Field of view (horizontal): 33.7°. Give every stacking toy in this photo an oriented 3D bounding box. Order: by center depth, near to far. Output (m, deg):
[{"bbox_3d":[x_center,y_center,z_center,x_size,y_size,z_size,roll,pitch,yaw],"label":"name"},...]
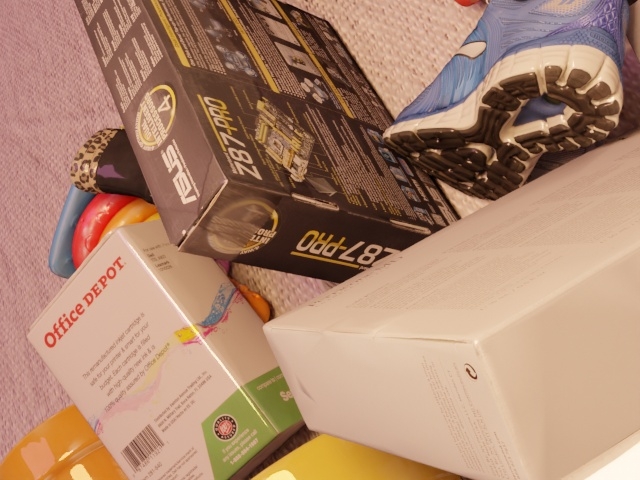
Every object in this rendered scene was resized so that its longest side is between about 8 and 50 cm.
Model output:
[{"bbox_3d":[-0.172,0.033,1.287,0.302,0.175,0.165,30,107,33],"label":"stacking toy"}]

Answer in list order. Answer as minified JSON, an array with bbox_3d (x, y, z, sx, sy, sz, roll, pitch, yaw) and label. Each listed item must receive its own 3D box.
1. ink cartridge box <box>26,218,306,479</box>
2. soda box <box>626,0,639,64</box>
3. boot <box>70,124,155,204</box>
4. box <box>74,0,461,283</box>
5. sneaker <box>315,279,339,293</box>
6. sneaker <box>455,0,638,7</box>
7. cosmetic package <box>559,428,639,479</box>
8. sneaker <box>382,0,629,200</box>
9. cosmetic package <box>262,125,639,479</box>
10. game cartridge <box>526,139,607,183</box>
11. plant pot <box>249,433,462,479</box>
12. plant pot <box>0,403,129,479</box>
[{"bbox_3d":[-0.162,0.140,1.162,0.201,0.117,0.278,-45,77,28],"label":"ink cartridge box"},{"bbox_3d":[0.379,-0.205,0.801,0.286,0.091,0.098,-35,54,34],"label":"soda box"},{"bbox_3d":[-0.163,-0.119,1.241,0.179,0.085,0.236,11,43,27],"label":"boot"},{"bbox_3d":[-0.052,-0.128,1.063,0.097,0.318,0.395,-49,48,26],"label":"box"},{"bbox_3d":[0.000,0.000,1.171,0.070,0.051,0.134,151,111,-63],"label":"sneaker"},{"bbox_3d":[0.193,-0.263,1.019,0.145,0.090,0.270,-45,46,29],"label":"sneaker"},{"bbox_3d":[0.364,0.159,0.454,0.394,0.329,0.327,-39,62,18],"label":"cosmetic package"},{"bbox_3d":[0.172,-0.138,0.955,0.330,0.130,0.147,-23,39,64],"label":"sneaker"},{"bbox_3d":[0.184,0.014,0.693,0.284,0.377,0.097,-1,114,66],"label":"cosmetic package"},{"bbox_3d":[0.222,-0.072,0.981,0.083,0.017,0.056,19,88,48],"label":"game cartridge"},{"bbox_3d":[0.043,0.310,0.898,0.254,0.254,0.239,-46,64,26],"label":"plant pot"},{"bbox_3d":[-0.246,0.315,1.233,0.188,0.205,0.205,48,114,27],"label":"plant pot"}]
